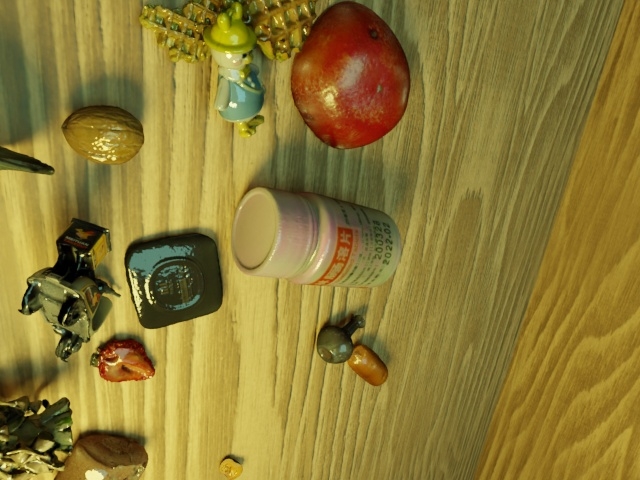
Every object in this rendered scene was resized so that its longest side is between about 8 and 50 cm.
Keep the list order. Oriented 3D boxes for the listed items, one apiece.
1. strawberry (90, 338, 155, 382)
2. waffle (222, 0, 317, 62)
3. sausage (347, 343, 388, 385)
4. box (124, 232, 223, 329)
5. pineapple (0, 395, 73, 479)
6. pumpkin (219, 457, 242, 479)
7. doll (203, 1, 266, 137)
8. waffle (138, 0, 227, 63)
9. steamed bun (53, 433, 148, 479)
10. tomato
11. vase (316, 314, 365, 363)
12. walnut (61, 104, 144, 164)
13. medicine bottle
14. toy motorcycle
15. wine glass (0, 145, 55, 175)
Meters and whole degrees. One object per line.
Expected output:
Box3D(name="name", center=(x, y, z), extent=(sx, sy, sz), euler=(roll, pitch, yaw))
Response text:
Box3D(name="strawberry", center=(-0.421, 0.269, 0.869), extent=(0.104, 0.048, 0.152), euler=(-50, 128, -5))
Box3D(name="waffle", center=(-0.091, -0.489, 0.769), extent=(0.238, 0.059, 0.243), euler=(6, 101, -52))
Box3D(name="sausage", center=(0.167, 0.431, 1.384), extent=(0.098, 0.098, 0.238), euler=(-49, 132, -11))
Box3D(name="box", center=(-0.311, 0.090, 0.881), extent=(0.201, 0.042, 0.212), euler=(-14, 117, -32))
Box3D(name="pineapple", center=(-0.559, 0.354, 0.654), extent=(0.272, 0.262, 0.262), euler=(-5, 112, -38))
Box3D(name="pumpkin", center=(-0.267, 0.664, 1.178), extent=(0.050, 0.028, 0.083), euler=(-44, 121, -18))
Box3D(name="doll", center=(-0.159, -0.312, 0.753), extent=(0.135, 0.098, 0.241), euler=(-29, 151, -22))
Box3D(name="waffle", center=(-0.225, -0.416, 0.721), extent=(0.194, 0.051, 0.149), euler=(-46, 134, -12))
Box3D(name="steamed bun", center=(-0.484, 0.522, 0.888), extent=(0.175, 0.106, 0.144), euler=(35, 86, -45))
Box3D(name="tomato", center=(0.101, -0.369, 0.946), extent=(0.338, 0.144, 0.338), euler=(-15, 117, -31))
Box3D(name="vase", center=(0.070, 0.294, 1.239), extent=(0.183, 0.120, 0.120), euler=(-37, 130, -39))
Box3D(name="walnut", center=(-0.367, -0.181, 0.682), extent=(0.124, 0.105, 0.105), euler=(5, 106, -36))
Box3D(name="medicine bottle", center=(0.000, 0.000, 0.972), extent=(0.388, 0.219, 0.219), euler=(10, 102, -41))
Box3D(name="toy motorcycle", center=(-0.417, 0.100, 0.691), extent=(0.091, 0.157, 0.263), euler=(21, 139, -7))
Box3D(name="wine glass", center=(-0.543, 0.052, 0.545), extent=(0.267, 0.267, 0.406), euler=(19, 94, -42))
